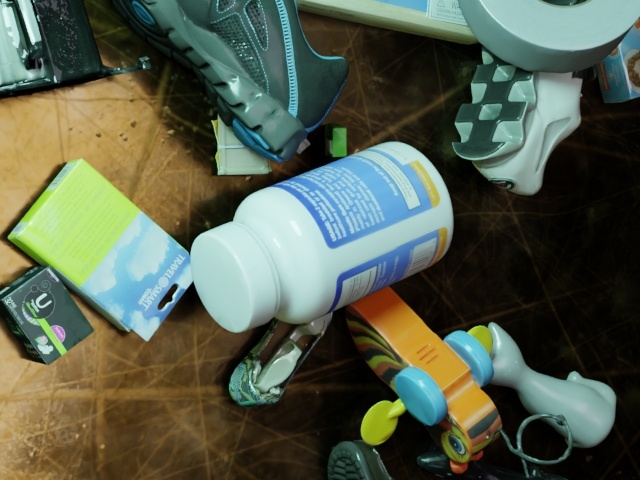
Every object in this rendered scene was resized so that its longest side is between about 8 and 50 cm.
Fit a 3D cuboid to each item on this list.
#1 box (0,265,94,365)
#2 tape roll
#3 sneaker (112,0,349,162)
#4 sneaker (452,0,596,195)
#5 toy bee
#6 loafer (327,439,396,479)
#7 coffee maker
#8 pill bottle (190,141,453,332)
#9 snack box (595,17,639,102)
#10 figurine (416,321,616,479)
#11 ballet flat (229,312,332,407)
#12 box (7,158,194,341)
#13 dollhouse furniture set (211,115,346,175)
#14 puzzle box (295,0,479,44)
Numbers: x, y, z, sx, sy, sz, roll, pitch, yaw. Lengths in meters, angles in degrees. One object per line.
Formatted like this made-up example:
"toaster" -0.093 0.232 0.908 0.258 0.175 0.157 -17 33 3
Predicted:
"box" -0.284 0.076 1.303 0.062 0.052 0.083 -39 106 -23
"tape roll" 0.271 -0.308 1.489 0.219 0.072 0.219 1 75 -5
"sneaker" -0.112 -0.243 1.340 0.139 0.125 0.341 -47 114 -11
"sneaker" 0.274 -0.208 1.589 0.146 0.122 0.330 39 70 -41
"toy bee" 0.136 0.192 1.452 0.195 0.298 0.162 -16 140 -13
"loafer" 0.080 0.317 1.490 0.078 0.080 0.220 -36 111 -34
"coffee maker" -0.283 -0.242 1.287 0.171 0.120 0.178 -20 101 -51
"pill bottle" 0.000 0.000 1.389 0.272 0.152 0.152 -22 100 -32
"snack box" 0.425 -0.359 1.691 0.187 0.060 0.321 -19 98 -27
"figurine" 0.239 0.232 1.570 0.209 0.092 0.214 33 73 -20
"ballet flat" -0.029 0.112 1.434 0.070 0.070 0.188 41 71 -22
"box" -0.223 0.012 1.341 0.178 0.042 0.109 43 70 -22
"dollhouse furniture set" -0.049 -0.116 1.451 0.152 0.058 0.076 -3 98 -9
"puzzle box" 0.031 -0.396 1.482 0.409 0.052 0.272 6 86 -28
